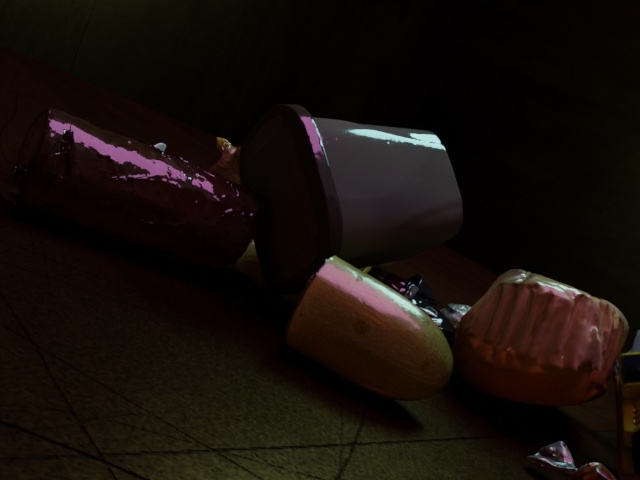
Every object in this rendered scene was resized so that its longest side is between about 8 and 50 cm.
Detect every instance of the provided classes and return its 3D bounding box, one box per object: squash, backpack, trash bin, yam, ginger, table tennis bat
[{"bbox_3d":[0.061,0.111,0.773,0.187,0.123,0.123,32,9,7],"label":"squash"},{"bbox_3d":[0.103,0.104,0.953,0.165,0.105,0.120,25,4,10],"label":"backpack"},{"bbox_3d":[0.040,-0.056,0.949,0.250,0.219,0.219,-6,-14,-35],"label":"trash bin"},{"bbox_3d":[-0.215,-0.051,0.841,0.280,0.131,0.131,21,10,-28],"label":"yam"},{"bbox_3d":[-0.133,-0.109,1.339,0.216,0.157,0.102,51,35,-6],"label":"ginger"},{"bbox_3d":[-0.335,-0.043,0.829,0.050,0.007,0.083,33,12,34],"label":"table tennis bat"}]

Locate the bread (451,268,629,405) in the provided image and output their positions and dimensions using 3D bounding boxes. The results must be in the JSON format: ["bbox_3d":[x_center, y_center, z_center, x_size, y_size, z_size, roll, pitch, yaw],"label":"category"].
[{"bbox_3d":[0.323,0.150,1.053,0.236,0.183,0.389,21,0,28],"label":"bread"}]

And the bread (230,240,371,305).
[{"bbox_3d":[-0.002,0.001,1.073,0.168,0.163,0.264,29,9,10],"label":"bread"}]

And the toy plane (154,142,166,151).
[{"bbox_3d":[-0.307,-0.104,0.987,0.251,0.101,0.255,31,13,23],"label":"toy plane"}]

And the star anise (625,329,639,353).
[{"bbox_3d":[0.548,0.252,1.026,0.118,0.331,0.331,-11,15,-7],"label":"star anise"}]

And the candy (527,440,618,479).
[{"bbox_3d":[0.312,0.275,0.755,0.182,0.046,0.053,33,12,27],"label":"candy"}]

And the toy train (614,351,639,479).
[{"bbox_3d":[0.425,0.235,0.905,0.089,0.219,0.127,-6,-52,26],"label":"toy train"}]

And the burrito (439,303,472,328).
[{"bbox_3d":[0.357,0.200,1.306,0.309,0.066,0.096,26,13,-4],"label":"burrito"}]

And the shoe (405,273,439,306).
[{"bbox_3d":[0.198,0.096,1.515,0.160,0.053,0.062,21,6,-22],"label":"shoe"}]

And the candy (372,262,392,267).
[{"bbox_3d":[0.082,-0.059,1.653,0.296,0.185,0.295,31,4,-3],"label":"candy"}]
